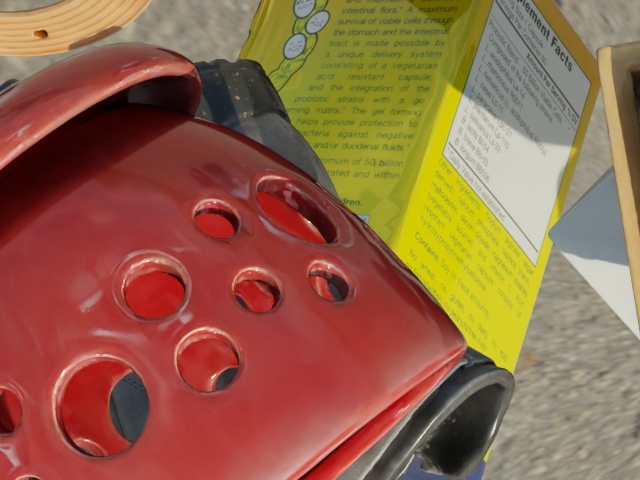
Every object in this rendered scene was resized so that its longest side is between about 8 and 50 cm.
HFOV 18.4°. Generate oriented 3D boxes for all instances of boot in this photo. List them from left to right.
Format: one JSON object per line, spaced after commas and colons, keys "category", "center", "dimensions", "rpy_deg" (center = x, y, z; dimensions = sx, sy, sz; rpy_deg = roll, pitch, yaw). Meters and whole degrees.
{"category": "boot", "center": [-0.083, 0.099, 0.915], "dimensions": [0.338, 0.118, 0.222], "rpy_deg": [-47, 67, 33]}

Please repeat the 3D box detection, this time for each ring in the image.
{"category": "ring", "center": [-0.308, -0.287, 1.806], "dimensions": [0.337, 0.336, 0.032], "rpy_deg": [-6, 55, 15]}

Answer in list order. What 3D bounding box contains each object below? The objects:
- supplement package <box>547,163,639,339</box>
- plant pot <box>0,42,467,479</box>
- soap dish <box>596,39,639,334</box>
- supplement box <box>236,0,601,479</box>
{"category": "supplement package", "center": [0.303, -0.022, 1.255], "dimensions": [0.199, 0.263, 0.198], "rpy_deg": [-43, 87, 22]}
{"category": "plant pot", "center": [-0.071, 0.039, 0.728], "dimensions": [0.191, 0.191, 0.174], "rpy_deg": [-44, 80, 10]}
{"category": "soap dish", "center": [0.295, -0.011, 1.038], "dimensions": [0.291, 0.118, 0.228], "rpy_deg": [-10, 92, -6]}
{"category": "supplement box", "center": [0.040, -0.025, 1.405], "dimensions": [0.195, 0.194, 0.356], "rpy_deg": [3, 62, 34]}
